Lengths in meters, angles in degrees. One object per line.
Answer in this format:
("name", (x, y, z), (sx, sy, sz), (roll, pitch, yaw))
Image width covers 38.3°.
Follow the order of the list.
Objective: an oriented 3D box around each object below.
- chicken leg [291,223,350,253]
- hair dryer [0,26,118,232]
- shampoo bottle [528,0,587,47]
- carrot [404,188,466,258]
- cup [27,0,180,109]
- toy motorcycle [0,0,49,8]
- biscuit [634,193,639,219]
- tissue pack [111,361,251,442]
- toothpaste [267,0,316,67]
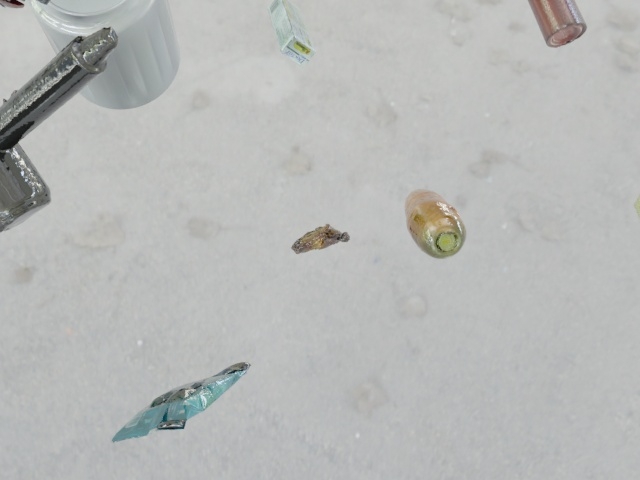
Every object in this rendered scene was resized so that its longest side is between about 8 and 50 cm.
("chicken leg", (0.003, -0.002, 1.601), (0.062, 0.145, 0.037), (-38, 108, -48))
("hair dryer", (-0.232, -0.098, 0.768), (0.114, 0.248, 0.070), (58, 36, -8))
("shampoo bottle", (0.326, -0.427, 1.413), (0.064, 0.102, 0.260), (-25, 79, 20))
("carrot", (0.173, -0.034, 1.459), (0.087, 0.087, 0.193), (-1, 21, -9))
("cup", (-0.429, -0.445, 1.729), (0.323, 0.327, 0.237), (39, 77, 11))
("toy motorcycle", (-0.387, -0.325, 1.061), (0.122, 0.213, 0.082), (27, 96, -1))
("biscuit", (0.322, 0.038, 0.701), (0.121, 0.040, 0.199), (12, 40, -17))
("tissue pack", (-0.131, 0.152, 0.886), (0.138, 0.085, 0.028), (-28, 98, -64))
("toothpaste", (-0.045, -0.315, 1.363), (0.046, 0.034, 0.164), (30, 25, -29))
